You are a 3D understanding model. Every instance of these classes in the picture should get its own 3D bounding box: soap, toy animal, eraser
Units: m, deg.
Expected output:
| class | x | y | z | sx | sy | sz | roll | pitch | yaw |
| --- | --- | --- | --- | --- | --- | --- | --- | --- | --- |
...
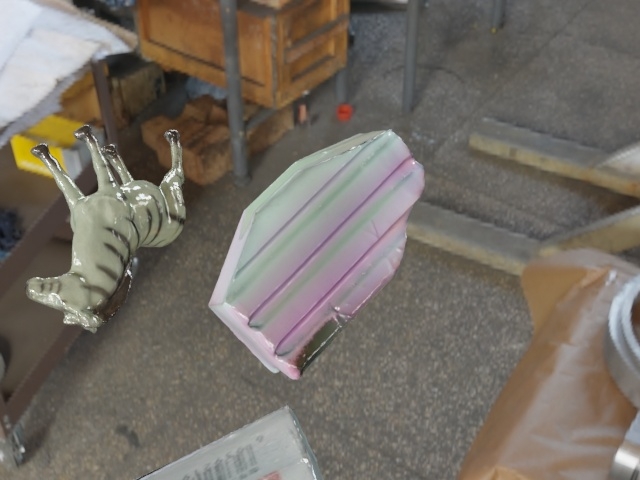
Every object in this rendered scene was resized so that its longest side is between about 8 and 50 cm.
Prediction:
| class | x | y | z | sx | sy | sz | roll | pitch | yaw |
| --- | --- | --- | --- | --- | --- | --- | --- | --- | --- |
| soap | 0.000 | 0.000 | 1.218 | 0.324 | 0.193 | 0.109 | -46 | 15 | -14 |
| toy animal | -0.182 | -0.016 | 0.849 | 0.073 | 0.176 | 0.217 | -23 | -3 | 29 |
| eraser | -0.105 | 0.240 | 0.790 | 0.227 | 0.081 | 0.174 | -27 | 16 | -4 |
